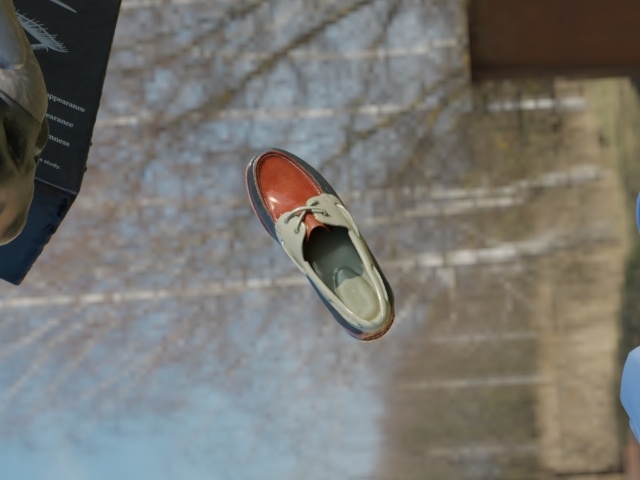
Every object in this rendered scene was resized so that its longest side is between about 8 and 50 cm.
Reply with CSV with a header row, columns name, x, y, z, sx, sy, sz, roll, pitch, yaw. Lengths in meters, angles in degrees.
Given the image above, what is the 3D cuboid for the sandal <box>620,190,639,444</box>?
name,x,y,z,sx,sy,sz,roll,pitch,yaw
sandal,0.211,0.047,0.493,0.138,0.317,0.126,-51,-43,-28

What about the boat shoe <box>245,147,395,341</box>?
name,x,y,z,sx,sy,sz,roll,pitch,yaw
boat shoe,0.000,0.000,1.083,0.137,0.049,0.043,58,177,10

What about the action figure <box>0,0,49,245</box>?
name,x,y,z,sx,sy,sz,roll,pitch,yaw
action figure,-0.220,-0.006,0.800,0.341,0.178,0.330,-51,2,2

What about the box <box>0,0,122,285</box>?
name,x,y,z,sx,sy,sz,roll,pitch,yaw
box,-0.226,-0.100,1.171,0.108,0.153,0.207,-50,24,43
